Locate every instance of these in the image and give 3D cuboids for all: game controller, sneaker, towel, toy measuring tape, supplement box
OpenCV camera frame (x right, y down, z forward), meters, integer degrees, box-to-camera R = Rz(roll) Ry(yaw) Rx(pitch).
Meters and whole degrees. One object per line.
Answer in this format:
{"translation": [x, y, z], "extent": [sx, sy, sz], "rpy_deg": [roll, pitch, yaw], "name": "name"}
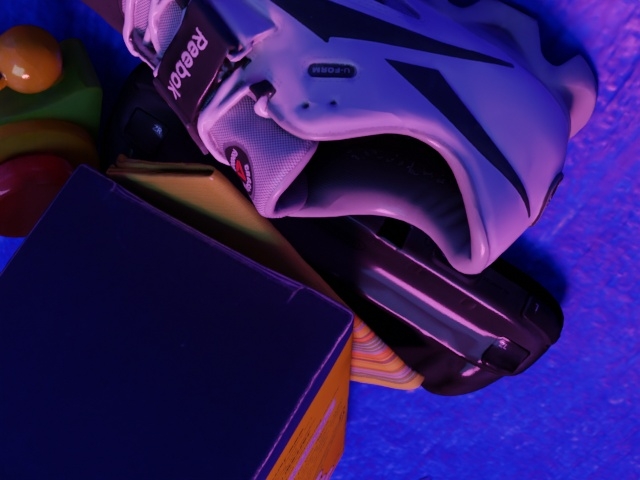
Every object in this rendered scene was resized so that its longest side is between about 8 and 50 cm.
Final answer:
{"translation": [0.000, 0.000, 0.829], "extent": [0.319, 0.067, 0.166], "rpy_deg": [33, 159, -7], "name": "game controller"}
{"translation": [-0.030, -0.093, 0.645], "extent": [0.330, 0.146, 0.122], "rpy_deg": [25, 147, 6], "name": "sneaker"}
{"translation": [-0.029, 0.024, 0.803], "extent": [0.102, 0.021, 0.237], "rpy_deg": [4, 147, 43], "name": "towel"}
{"translation": [-0.216, -0.027, 0.869], "extent": [0.121, 0.121, 0.330], "rpy_deg": [25, 145, 4], "name": "toy measuring tape"}
{"translation": [-0.107, 0.137, 0.859], "extent": [0.194, 0.195, 0.356], "rpy_deg": [28, 160, 11], "name": "supplement box"}
